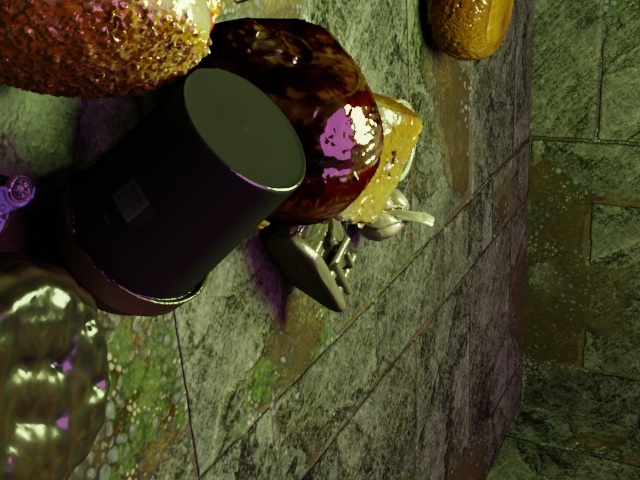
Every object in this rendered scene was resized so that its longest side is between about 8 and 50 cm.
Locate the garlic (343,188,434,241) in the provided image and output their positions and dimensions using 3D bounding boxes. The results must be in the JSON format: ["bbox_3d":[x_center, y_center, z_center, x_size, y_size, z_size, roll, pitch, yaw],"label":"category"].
[{"bbox_3d":[0.158,-0.064,1.795,0.127,0.194,0.131,37,59,-70],"label":"garlic"}]

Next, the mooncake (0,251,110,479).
[{"bbox_3d":[-0.354,0.151,0.870,0.290,0.161,0.290,-28,121,-60],"label":"mooncake"}]

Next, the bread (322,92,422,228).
[{"bbox_3d":[0.044,-0.146,1.426,0.195,0.176,0.246,-1,118,-61],"label":"bread"}]

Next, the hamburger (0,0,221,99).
[{"bbox_3d":[-0.249,-0.240,0.849,0.294,0.276,0.179,-7,92,-51],"label":"hamburger"}]

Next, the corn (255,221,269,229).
[{"bbox_3d":[-0.088,-0.152,1.381,0.101,0.101,0.292,51,51,-55],"label":"corn"}]

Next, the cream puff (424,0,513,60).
[{"bbox_3d":[0.369,-0.600,2.037,0.303,0.212,0.303,-49,148,-48],"label":"cream puff"}]

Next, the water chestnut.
[{"bbox_3d":[-0.081,-0.160,1.200,0.350,0.350,0.302,-43,163,-51],"label":"water chestnut"}]

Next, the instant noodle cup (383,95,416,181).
[{"bbox_3d":[0.083,-0.205,1.614,0.213,0.174,0.213,-26,120,-58],"label":"instant noodle cup"}]

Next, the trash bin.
[{"bbox_3d":[-0.190,-0.040,0.986,0.214,0.334,0.214,33,34,-26],"label":"trash bin"}]

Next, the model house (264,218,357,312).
[{"bbox_3d":[-0.008,0.004,1.553,0.229,0.122,0.188,59,41,-44],"label":"model house"}]

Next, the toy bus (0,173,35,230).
[{"bbox_3d":[-0.387,-0.042,0.853,0.167,0.073,0.076,-3,107,-59],"label":"toy bus"}]
